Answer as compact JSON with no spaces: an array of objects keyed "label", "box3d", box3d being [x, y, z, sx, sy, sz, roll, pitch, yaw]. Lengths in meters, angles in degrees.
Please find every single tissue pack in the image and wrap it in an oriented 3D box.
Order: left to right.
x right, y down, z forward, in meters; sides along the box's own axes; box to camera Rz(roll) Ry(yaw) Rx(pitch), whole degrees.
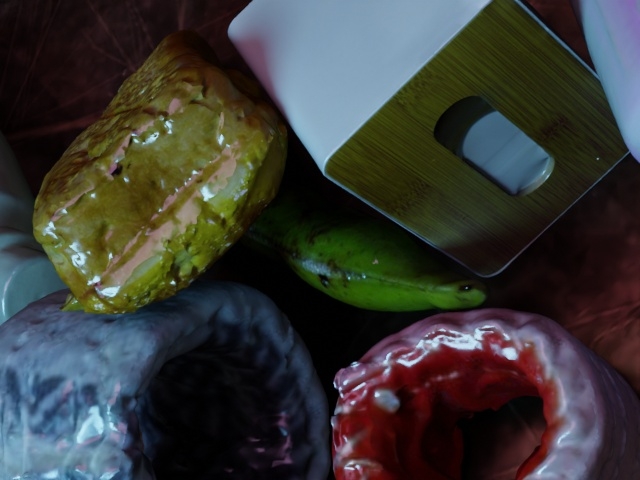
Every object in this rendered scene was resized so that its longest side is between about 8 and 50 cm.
[{"label":"tissue pack","box3d":[0.080,-0.104,1.212,0.159,0.246,0.136,-44,56,12]}]

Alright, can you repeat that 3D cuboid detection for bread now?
[{"label":"bread","box3d":[-0.118,-0.051,1.278,0.185,0.109,0.380,-47,12,4]}]

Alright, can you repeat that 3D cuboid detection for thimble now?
[{"label":"thimble","box3d":[-0.118,0.135,1.250,0.157,0.245,0.217,-4,81,32]},{"label":"thimble","box3d":[0.111,0.134,1.185,0.189,0.125,0.163,-10,68,28]}]

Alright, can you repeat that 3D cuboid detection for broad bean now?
[{"label":"broad bean","box3d":[0.000,0.000,1.292,0.339,0.077,0.061,27,105,52]}]

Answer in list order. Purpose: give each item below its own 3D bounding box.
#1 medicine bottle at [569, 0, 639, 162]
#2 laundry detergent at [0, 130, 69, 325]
[{"label":"medicine bottle","box3d":[0.273,-0.129,1.128,0.212,0.212,0.325,-27,61,21]},{"label":"laundry detergent","box3d":[-0.318,-0.007,1.437,0.398,0.125,0.264,13,77,49]}]
